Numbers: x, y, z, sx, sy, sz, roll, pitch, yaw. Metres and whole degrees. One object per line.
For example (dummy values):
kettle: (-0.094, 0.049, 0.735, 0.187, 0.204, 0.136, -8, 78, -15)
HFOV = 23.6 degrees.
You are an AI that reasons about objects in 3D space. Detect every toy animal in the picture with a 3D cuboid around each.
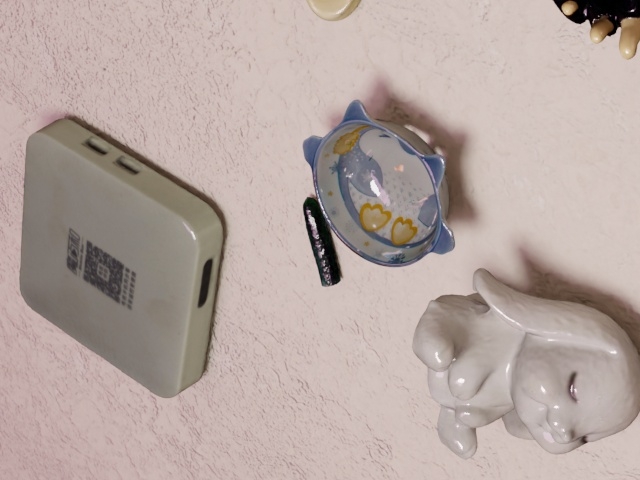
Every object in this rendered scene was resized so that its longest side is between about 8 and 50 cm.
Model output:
toy animal: (0.277, 0.160, 1.927, 0.265, 0.206, 0.271, 5, 132, 30)

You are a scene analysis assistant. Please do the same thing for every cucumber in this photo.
cucumber: (0.000, 0.000, 2.180, 0.032, 0.032, 0.133, 2, 114, 41)

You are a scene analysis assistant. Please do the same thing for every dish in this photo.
dish: (0.102, -0.081, 2.003, 0.236, 0.086, 0.228, 53, 135, 5)

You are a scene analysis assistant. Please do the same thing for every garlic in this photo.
garlic: (0.018, -0.310, 1.980, 0.083, 0.041, 0.053, -1, 100, 33)

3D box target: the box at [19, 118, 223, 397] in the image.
box: (-0.325, 0.027, 2.443, 0.373, 0.090, 0.367, 32, 130, 25)

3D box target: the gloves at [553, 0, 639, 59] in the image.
gloves: (0.315, -0.287, 1.666, 0.203, 0.124, 0.164, 58, 149, 1)
